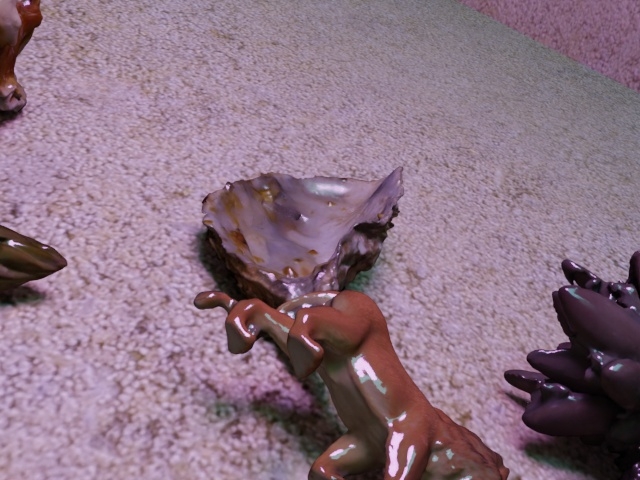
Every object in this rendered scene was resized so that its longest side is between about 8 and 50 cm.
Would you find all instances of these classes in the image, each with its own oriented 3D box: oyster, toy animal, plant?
[{"bbox_3d":[-0.027,0.002,1.057,0.204,0.111,0.396,9,28,10],"label":"oyster"},{"bbox_3d":[0.046,0.137,0.819,0.157,0.097,0.312,-19,70,-47],"label":"toy animal"},{"bbox_3d":[0.339,0.155,0.948,0.320,0.194,0.181,34,26,13],"label":"plant"}]

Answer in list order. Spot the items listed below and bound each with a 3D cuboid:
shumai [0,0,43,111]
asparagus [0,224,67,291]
[{"bbox_3d":[-0.442,-0.220,1.059,0.262,0.267,0.314,49,55,-15],"label":"shumai"},{"bbox_3d":[-0.350,0.004,0.806,0.287,0.080,0.080,7,32,-30],"label":"asparagus"}]
